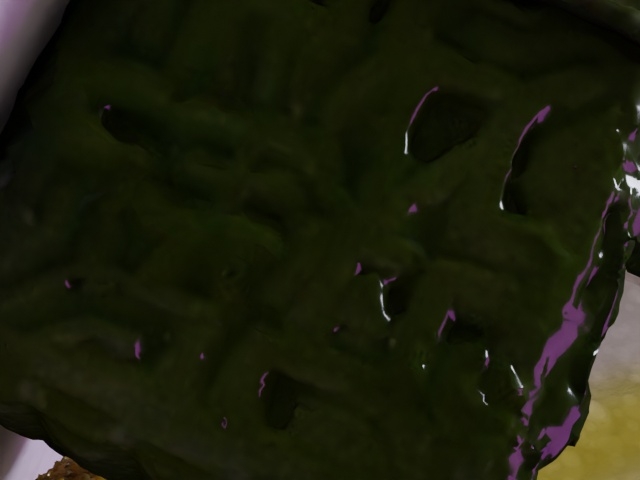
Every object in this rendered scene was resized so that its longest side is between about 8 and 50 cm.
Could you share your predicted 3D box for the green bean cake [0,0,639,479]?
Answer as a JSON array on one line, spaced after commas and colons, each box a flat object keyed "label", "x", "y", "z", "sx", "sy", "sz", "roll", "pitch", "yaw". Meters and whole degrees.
[{"label": "green bean cake", "x": 0.000, "y": 0.000, "z": 0.946, "sx": 0.218, "sy": 0.335, "sz": 0.319, "roll": 84, "pitch": 27, "yaw": -77}]

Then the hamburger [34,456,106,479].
[{"label": "hamburger", "x": -0.148, "y": 0.236, "z": 1.132, "sx": 0.294, "sy": 0.179, "sz": 0.276, "roll": -40, "pitch": 173, "yaw": 7}]

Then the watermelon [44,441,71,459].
[{"label": "watermelon", "x": -0.149, "y": 0.101, "z": 1.197, "sx": 0.111, "sy": 0.078, "sz": 0.078, "roll": 91, "pitch": 24, "yaw": -66}]
